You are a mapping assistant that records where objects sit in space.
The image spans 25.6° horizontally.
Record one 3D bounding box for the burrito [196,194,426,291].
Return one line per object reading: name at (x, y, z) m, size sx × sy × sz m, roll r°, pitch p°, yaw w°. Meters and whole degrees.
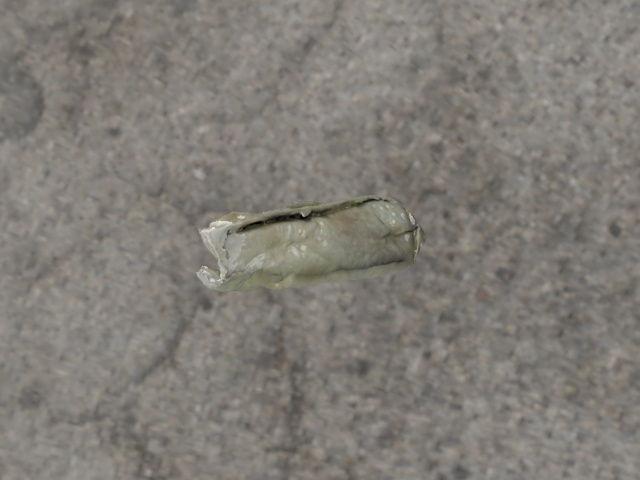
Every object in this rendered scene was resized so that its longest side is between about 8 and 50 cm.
burrito at (-0.001, 0.000, 0.904) m, size 0.045 × 0.188 × 0.058 m, roll -23°, pitch 77°, yaw 50°
